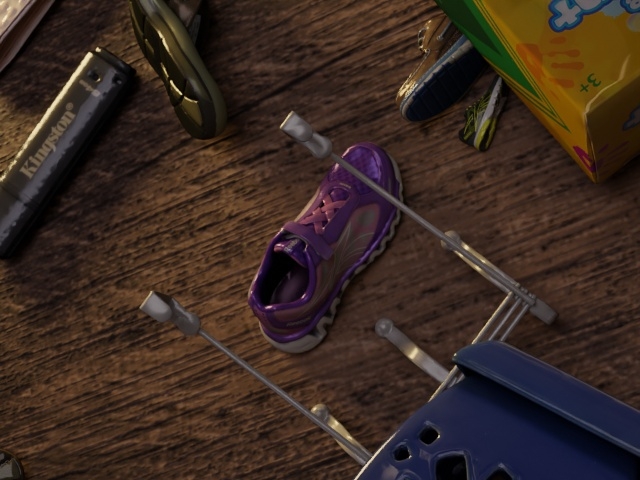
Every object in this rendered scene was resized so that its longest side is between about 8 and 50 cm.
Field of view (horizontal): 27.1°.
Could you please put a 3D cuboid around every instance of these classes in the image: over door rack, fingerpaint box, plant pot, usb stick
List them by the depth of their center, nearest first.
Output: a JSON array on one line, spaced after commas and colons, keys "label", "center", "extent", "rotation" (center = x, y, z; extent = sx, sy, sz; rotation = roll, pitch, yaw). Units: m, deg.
[{"label": "plant pot", "center": [0.184, 0.228, 1.142], "extent": [0.236, 0.236, 0.212], "rotation": [27, 80, 29]}, {"label": "fingerpaint box", "center": [0.323, -0.338, 1.266], "extent": [0.445, 0.163, 0.371], "rotation": [-35, 63, 0]}, {"label": "over door rack", "center": [0.031, 0.062, 1.285], "extent": [0.324, 0.108, 0.239], "rotation": [37, 90, -2]}, {"label": "usb stick", "center": [-0.318, -0.102, 1.565], "extent": [0.077, 0.045, 0.278], "rotation": [35, 89, 29]}]

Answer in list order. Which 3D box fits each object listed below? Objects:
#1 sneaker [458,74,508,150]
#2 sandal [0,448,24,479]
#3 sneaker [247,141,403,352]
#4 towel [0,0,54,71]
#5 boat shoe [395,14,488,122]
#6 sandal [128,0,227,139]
[{"label": "sneaker", "center": [0.167, -0.135, 1.374], "extent": [0.035, 0.031, 0.083], "rotation": [18, 81, 28]}, {"label": "sandal", "center": [-0.432, 0.264, 1.495], "extent": [0.219, 0.060, 0.090], "rotation": [-3, 78, 8]}, {"label": "sneaker", "center": [0.000, 0.000, 1.362], "extent": [0.095, 0.104, 0.236], "rotation": [27, 84, 29]}, {"label": "towel", "center": [-0.430, -0.405, 1.708], "extent": [0.332, 0.053, 0.317], "rotation": [41, 91, 28]}, {"label": "boat shoe", "center": [0.139, -0.201, 1.395], "extent": [0.183, 0.066, 0.066], "rotation": [-45, 57, -7]}, {"label": "sandal", "center": [-0.159, -0.243, 1.520], "extent": [0.086, 0.120, 0.302], "rotation": [-21, 65, -14]}]
